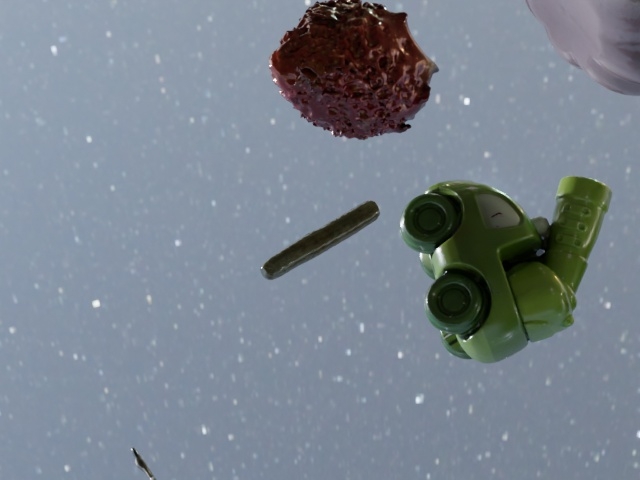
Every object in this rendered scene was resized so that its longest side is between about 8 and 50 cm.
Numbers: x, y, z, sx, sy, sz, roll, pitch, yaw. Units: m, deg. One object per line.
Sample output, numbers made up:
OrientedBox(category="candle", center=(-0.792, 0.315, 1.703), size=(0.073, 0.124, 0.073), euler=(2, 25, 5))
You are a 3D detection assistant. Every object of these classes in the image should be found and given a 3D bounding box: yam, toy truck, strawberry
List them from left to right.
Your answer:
OrientedBox(category="yam", center=(0.000, 0.000, 0.975), size=(0.116, 0.021, 0.021), euler=(-31, -128, -24))
OrientedBox(category="strawberry", center=(0.024, -0.207, 1.464), size=(0.202, 0.184, 0.186), euler=(-12, -100, -44))
OrientedBox(category="toy truck", center=(0.191, 0.030, 1.216), size=(0.211, 0.148, 0.187), euler=(-2, -111, 14))

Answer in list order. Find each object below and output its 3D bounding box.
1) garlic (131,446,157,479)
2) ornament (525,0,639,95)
OrientedBox(category="garlic", center=(-0.006, 0.279, 0.755), size=(0.339, 0.151, 0.196), euler=(26, -149, -1))
OrientedBox(category="ornament", center=(0.222, -0.189, 0.785), size=(0.178, 0.177, 0.177), euler=(-2, -134, 2))
